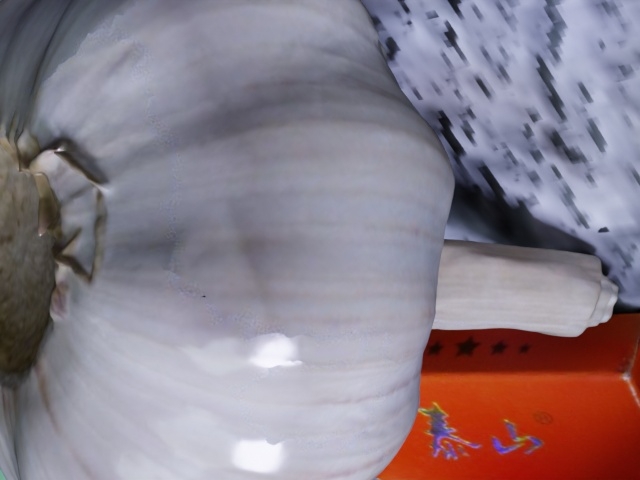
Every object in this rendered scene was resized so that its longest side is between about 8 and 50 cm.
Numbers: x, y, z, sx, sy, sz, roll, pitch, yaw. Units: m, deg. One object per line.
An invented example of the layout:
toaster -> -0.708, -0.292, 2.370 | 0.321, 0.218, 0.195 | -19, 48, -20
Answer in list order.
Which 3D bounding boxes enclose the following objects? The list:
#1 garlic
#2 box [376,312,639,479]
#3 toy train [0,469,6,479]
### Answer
garlic -> 0.000, 0.000, 0.515 | 0.226, 0.199, 0.199 | 0, 156, -31
box -> 0.106, 0.119, 0.675 | 0.139, 0.035, 0.245 | -3, 138, 31
toy train -> -0.217, 0.060, 0.634 | 0.120, 0.202, 0.301 | 31, 148, 21
